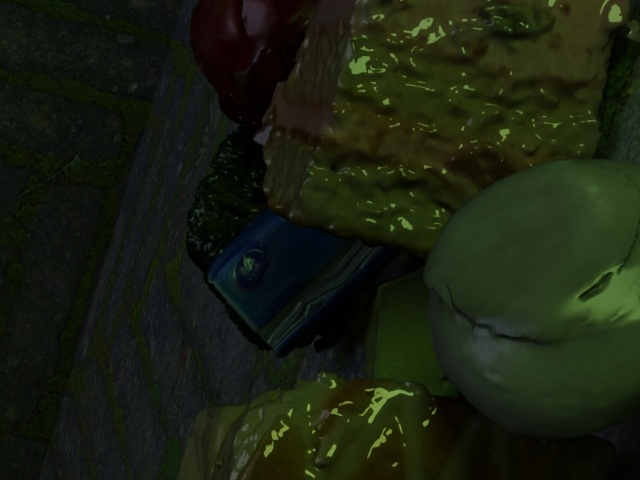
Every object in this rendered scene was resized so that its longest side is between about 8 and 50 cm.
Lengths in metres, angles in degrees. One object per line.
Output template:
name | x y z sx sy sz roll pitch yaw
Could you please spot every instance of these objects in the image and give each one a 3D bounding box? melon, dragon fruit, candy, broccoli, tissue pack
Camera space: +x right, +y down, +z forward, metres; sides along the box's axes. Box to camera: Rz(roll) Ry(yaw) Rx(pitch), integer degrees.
melon | 0.106 0.095 1.995 0.323 0.124 0.196 -120 44 -83
dragon fruit | -0.015 -0.266 2.243 0.301 0.295 0.296 29 105 60
candy | 0.227 0.052 1.511 0.295 0.185 0.295 -19 36 15
broccoli | -0.038 -0.022 2.332 0.283 0.304 0.321 -22 53 31
tissue pack | 0.000 0.000 2.109 0.263 0.146 0.198 -42 4 -2

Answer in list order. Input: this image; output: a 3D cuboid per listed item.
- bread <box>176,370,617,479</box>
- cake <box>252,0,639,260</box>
bread | 0.046 0.343 1.594 0.279 0.371 0.390 141 142 -68
cake | 0.118 -0.147 1.833 0.293 0.314 0.307 -141 64 -72
